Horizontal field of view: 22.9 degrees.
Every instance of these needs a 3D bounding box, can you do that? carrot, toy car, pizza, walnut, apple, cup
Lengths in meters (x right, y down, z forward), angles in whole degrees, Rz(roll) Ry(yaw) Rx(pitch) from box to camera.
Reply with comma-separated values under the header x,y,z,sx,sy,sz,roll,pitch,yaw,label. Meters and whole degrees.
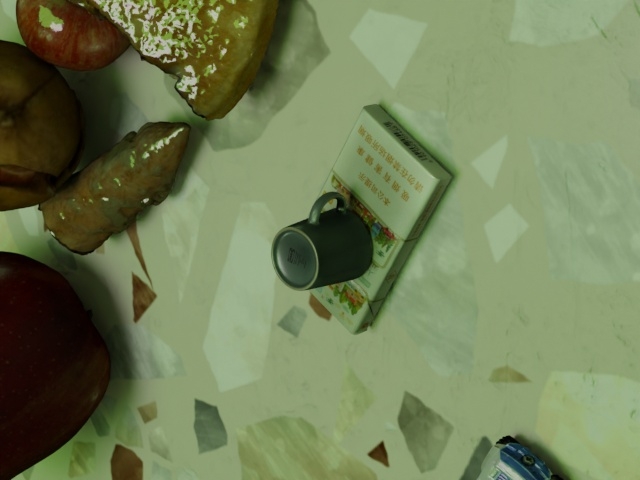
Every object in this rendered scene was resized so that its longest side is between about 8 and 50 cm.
x,y,z,sx,sy,sz,roll,pitch,yaw,label
-0.228,-0.075,1.845,0.263,0.102,0.102,-35,78,42,carrot
0.176,0.282,1.588,0.080,0.070,0.171,40,126,27,toy car
-0.167,-0.324,1.668,0.277,0.114,0.409,-11,98,22,pizza
-0.392,-0.140,1.894,0.336,0.209,0.209,-149,53,-69,walnut
-0.425,0.168,1.963,0.288,0.317,0.288,35,151,23,apple
0.000,0.000,1.617,0.078,0.077,0.100,20,114,38,cup
-0.276,-0.263,1.799,0.146,0.146,0.131,63,157,9,apple

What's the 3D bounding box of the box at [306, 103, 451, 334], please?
x,y,z,sx,sy,sz,roll,pitch,yaw,label
0.045,-0.020,1.645,0.122,0.032,0.220,45,129,24,box
